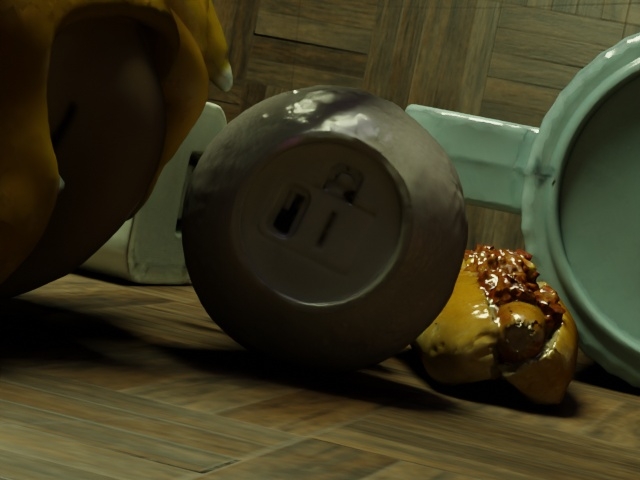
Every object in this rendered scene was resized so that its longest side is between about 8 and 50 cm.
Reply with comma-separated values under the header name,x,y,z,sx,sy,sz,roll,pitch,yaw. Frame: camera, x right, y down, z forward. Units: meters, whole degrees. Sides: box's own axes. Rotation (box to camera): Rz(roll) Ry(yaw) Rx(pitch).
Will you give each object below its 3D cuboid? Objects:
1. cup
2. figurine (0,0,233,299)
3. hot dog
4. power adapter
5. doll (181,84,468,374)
name,x,y,z,sx,sy,sz,roll,pitch,yaw
cup,0.250,-0.046,1.253,0.331,0.257,0.311,41,10,9
figurine,-0.197,-0.138,0.883,0.401,0.268,0.387,27,17,7
hot dog,0.095,0.041,1.045,0.102,0.076,0.249,8,4,1
power adapter,-0.186,-0.053,1.254,0.205,0.130,0.125,14,4,21
doll,0.000,0.000,0.987,0.151,0.151,0.287,11,-4,-1
